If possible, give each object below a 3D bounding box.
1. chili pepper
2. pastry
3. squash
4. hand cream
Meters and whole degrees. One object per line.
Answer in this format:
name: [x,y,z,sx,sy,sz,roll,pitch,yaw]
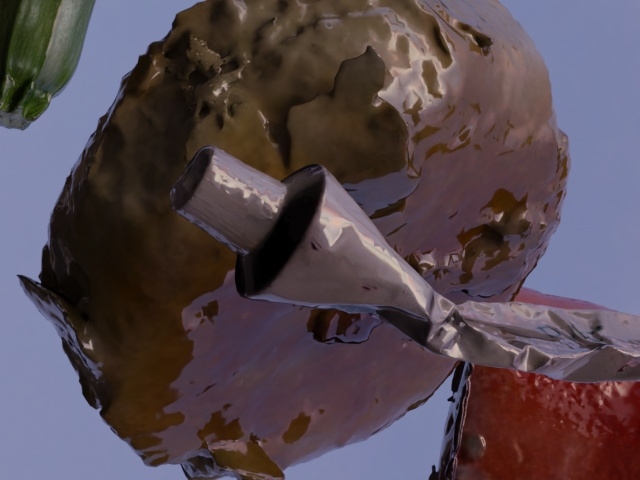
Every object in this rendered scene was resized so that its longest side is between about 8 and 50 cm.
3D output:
chili pepper: [0.240,0.188,1.314,0.229,0.305,0.251,90,17,-56]
pastry: [0.004,0.001,0.679,0.235,0.257,0.121,-38,-125,-2]
squash: [-0.172,-0.177,1.022,0.077,0.068,0.219,169,-64,-76]
hand cream: [0.066,0.021,0.564,0.084,0.257,0.050,27,-81,64]
